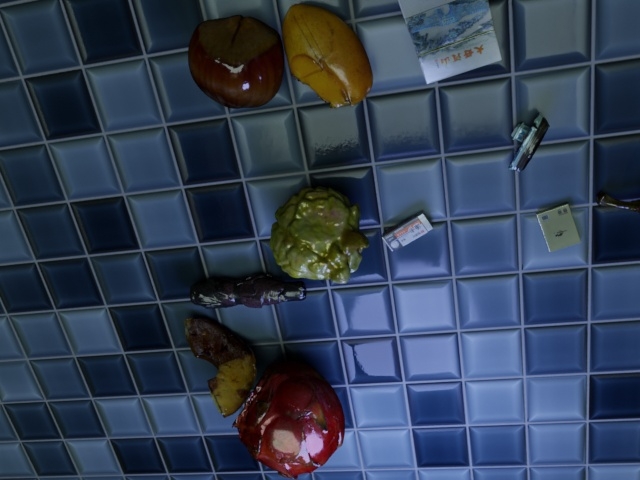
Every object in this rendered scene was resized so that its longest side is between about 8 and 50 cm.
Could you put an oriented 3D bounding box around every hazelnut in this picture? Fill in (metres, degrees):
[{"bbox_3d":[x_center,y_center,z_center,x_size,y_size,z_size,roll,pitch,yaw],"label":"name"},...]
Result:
[{"bbox_3d":[-0.185,-0.392,1.316,0.212,0.181,0.181,14,88,0],"label":"hazelnut"}]

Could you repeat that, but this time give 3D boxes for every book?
[{"bbox_3d":[0.580,-0.031,1.447,0.077,0.014,0.110,-20,110,19],"label":"book"}]

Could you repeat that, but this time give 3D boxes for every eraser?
[{"bbox_3d":[0.219,-0.024,1.496,0.122,0.029,0.052,-31,108,21],"label":"eraser"}]

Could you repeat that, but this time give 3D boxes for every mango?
[{"bbox_3d":[0.012,-0.404,1.296,0.154,0.126,0.252,-33,99,35],"label":"mango"}]

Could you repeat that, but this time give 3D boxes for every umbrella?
[{"bbox_3d":[-0.196,0.138,1.604,0.326,0.090,0.094,-4,111,10],"label":"umbrella"}]

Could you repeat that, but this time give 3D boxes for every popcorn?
[{"bbox_3d":[0.000,0.000,1.441,0.259,0.212,0.259,0,76,-2],"label":"popcorn"}]

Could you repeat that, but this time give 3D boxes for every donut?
[{"bbox_3d":[-0.277,0.347,1.692,0.294,0.151,0.112,63,149,15],"label":"donut"}]

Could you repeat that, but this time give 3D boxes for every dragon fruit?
[{"bbox_3d":[-0.084,0.493,1.641,0.296,0.295,0.301,-39,93,23],"label":"dragon fruit"}]

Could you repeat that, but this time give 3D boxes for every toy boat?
[{"bbox_3d":[0.465,-0.226,1.352,0.066,0.059,0.140,35,120,21],"label":"toy boat"}]

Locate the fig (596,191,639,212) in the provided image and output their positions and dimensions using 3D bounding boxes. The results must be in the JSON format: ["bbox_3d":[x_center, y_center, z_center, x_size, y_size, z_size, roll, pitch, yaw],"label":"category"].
[{"bbox_3d":[0.790,-0.092,1.321,0.321,0.217,0.216,5,120,38],"label":"fig"}]

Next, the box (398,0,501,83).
[{"bbox_3d":[0.257,-0.462,1.206,0.164,0.069,0.256,-14,134,19],"label":"box"}]
